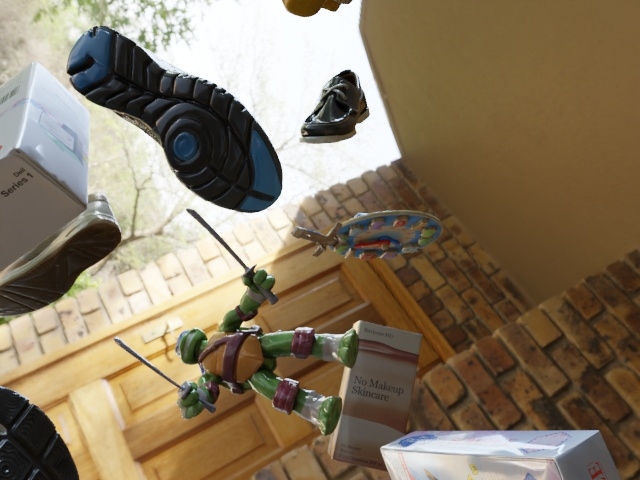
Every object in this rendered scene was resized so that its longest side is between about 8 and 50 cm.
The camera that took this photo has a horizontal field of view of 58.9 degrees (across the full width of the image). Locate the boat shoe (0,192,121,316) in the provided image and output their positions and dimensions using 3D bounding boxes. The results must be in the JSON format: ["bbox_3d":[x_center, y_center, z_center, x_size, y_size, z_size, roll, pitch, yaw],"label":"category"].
[{"bbox_3d":[-0.544,0.034,1.137,0.110,0.341,0.121,62,9,32],"label":"boat shoe"}]

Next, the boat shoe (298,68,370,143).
[{"bbox_3d":[0.017,-0.190,0.809,0.233,0.084,0.079,-60,146,-60],"label":"boat shoe"}]

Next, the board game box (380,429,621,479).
[{"bbox_3d":[0.217,0.364,0.596,0.318,0.065,0.319,-37,-108,62],"label":"board game box"}]

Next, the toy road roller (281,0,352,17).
[{"bbox_3d":[-0.002,-0.598,1.244,0.202,0.329,0.241,-46,-126,40],"label":"toy road roller"}]

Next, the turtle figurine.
[{"bbox_3d":[-0.098,0.140,0.740,0.266,0.198,0.275,11,-56,17],"label":"turtle figurine"}]

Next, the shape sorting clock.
[{"bbox_3d":[0.112,-0.005,0.999,0.206,0.206,0.040,125,-37,-68],"label":"shape sorting clock"}]

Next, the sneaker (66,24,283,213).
[{"bbox_3d":[-0.168,-0.161,0.748,0.341,0.125,0.139,41,11,14],"label":"sneaker"}]

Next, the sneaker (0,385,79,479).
[{"bbox_3d":[-0.633,0.349,0.933,0.447,0.257,0.169,45,22,-15],"label":"sneaker"}]

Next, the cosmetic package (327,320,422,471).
[{"bbox_3d":[0.120,0.341,1.257,0.129,0.153,0.296,105,-3,-76],"label":"cosmetic package"}]

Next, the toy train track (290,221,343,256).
[{"bbox_3d":[0.000,0.000,0.606,0.083,0.048,0.014,16,26,-52],"label":"toy train track"}]

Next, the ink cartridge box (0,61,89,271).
[{"bbox_3d":[-0.432,-0.097,0.775,0.117,0.201,0.278,50,9,-41],"label":"ink cartridge box"}]
